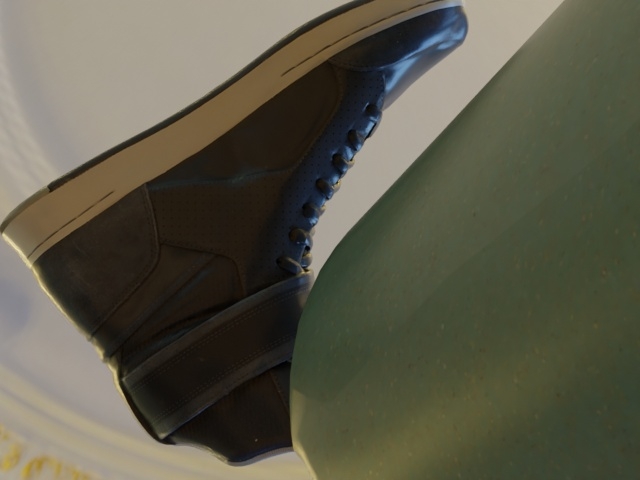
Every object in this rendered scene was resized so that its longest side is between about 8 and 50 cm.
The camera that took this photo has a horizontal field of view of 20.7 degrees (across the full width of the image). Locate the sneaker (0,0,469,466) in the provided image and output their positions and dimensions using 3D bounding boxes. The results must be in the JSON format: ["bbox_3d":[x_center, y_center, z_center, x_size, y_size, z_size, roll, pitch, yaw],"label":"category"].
[{"bbox_3d":[-0.001,0.001,0.763,0.226,0.086,0.163,-34,-96,-4],"label":"sneaker"}]

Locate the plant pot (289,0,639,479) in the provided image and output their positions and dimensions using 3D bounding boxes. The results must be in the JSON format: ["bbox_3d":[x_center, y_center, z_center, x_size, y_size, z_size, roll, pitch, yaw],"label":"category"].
[{"bbox_3d":[0.178,0.017,0.568,0.341,0.341,0.334,43,-43,-8],"label":"plant pot"}]
